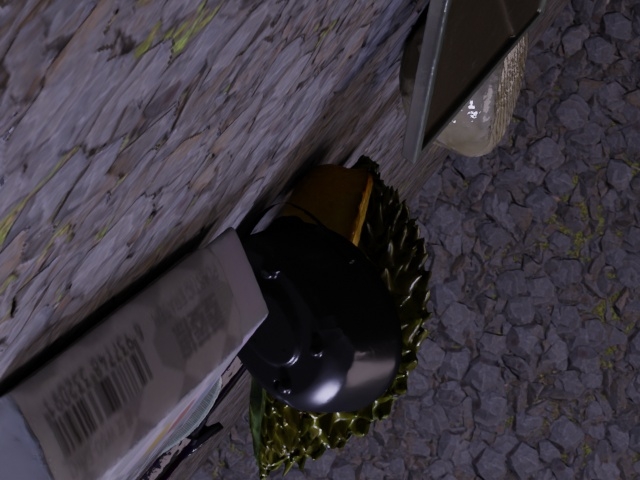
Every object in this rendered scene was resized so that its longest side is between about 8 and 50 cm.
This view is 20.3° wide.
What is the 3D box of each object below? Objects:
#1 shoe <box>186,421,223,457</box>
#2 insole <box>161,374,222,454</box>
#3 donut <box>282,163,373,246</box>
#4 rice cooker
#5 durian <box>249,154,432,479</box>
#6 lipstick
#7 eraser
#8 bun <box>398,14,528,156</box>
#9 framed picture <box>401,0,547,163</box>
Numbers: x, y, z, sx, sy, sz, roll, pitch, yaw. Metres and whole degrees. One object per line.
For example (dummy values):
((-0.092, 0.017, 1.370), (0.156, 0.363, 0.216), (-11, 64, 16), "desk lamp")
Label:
((-0.201, 0.261, 2.273), (0.179, 0.049, 0.071), (-31, -175, 40), "shoe")
((-0.187, 0.202, 1.744), (0.232, 0.080, 0.003), (-46, -152, 0), "insole")
((-0.001, 0.001, 1.771), (0.190, 0.075, 0.174), (-67, 170, -68), "donut")
((-0.016, 0.065, 1.617), (0.118, 0.203, 0.142), (-9, 142, -50), "rice cooker")
((0.022, 0.076, 1.963), (0.198, 0.163, 0.394), (128, -24, -59), "durian")
((-0.148, 0.171, 1.798), (0.299, 0.081, 0.081), (-53, 176, 1), "lipstick")
((-0.164, 0.137, 1.313), (0.213, 0.082, 0.397), (-52, 176, 25), "eraser")
((0.135, -0.168, 1.757), (0.166, 0.113, 0.173), (-45, 147, -61), "bun")
((0.154, -0.238, 1.510), (0.240, 0.020, 0.324), (-50, 162, -31), "framed picture")
